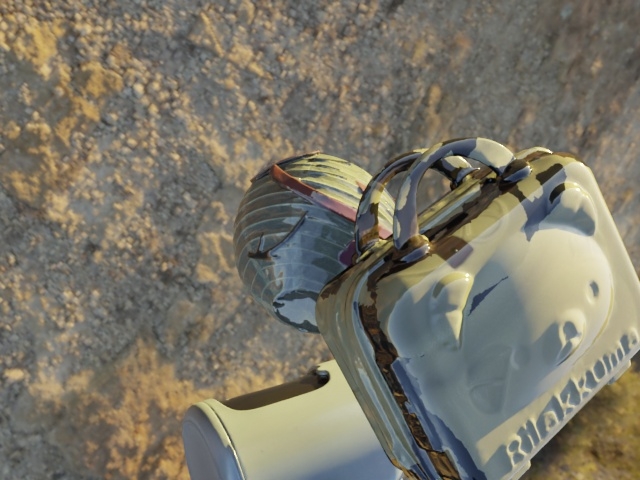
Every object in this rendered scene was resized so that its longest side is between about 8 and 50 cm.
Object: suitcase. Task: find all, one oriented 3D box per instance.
[{"bbox_3d":[0.172,0.056,0.917,0.351,0.194,0.339,-35,106,-27],"label":"suitcase"}]

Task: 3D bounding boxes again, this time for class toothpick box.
[{"bbox_3d":[-0.014,0.336,1.369,0.354,0.263,0.263,-15,132,-24],"label":"toothpick box"}]

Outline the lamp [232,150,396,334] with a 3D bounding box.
[{"bbox_3d":[0.000,0.000,1.141,0.265,0.233,0.233,31,94,-30],"label":"lamp"}]
